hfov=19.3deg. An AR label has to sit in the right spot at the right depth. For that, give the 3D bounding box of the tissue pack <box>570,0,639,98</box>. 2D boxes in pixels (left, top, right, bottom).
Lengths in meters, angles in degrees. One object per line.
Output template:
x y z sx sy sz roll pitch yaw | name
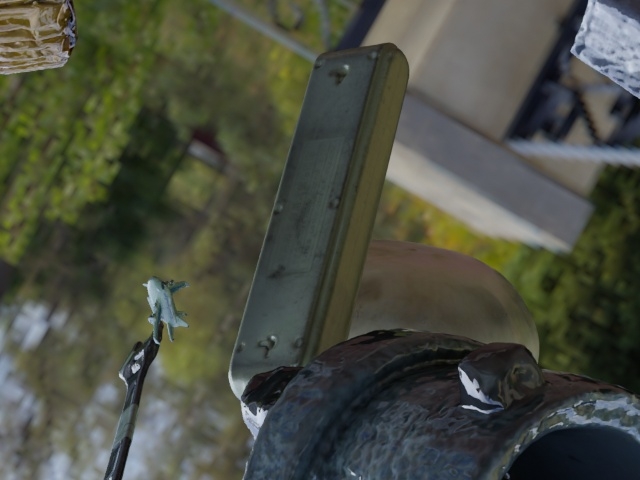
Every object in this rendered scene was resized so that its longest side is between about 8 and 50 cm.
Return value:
0.551 -0.215 2.326 0.394 0.288 0.124 39 137 26 | tissue pack

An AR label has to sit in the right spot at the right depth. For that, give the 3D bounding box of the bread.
-0.287 -0.247 1.683 0.104 0.199 0.199 -11 -174 -12 | bread

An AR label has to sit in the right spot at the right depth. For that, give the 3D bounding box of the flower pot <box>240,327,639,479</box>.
0.071 0.199 1.273 0.299 0.299 0.283 32 165 -33 | flower pot

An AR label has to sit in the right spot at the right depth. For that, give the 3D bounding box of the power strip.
0.000 0.000 1.629 0.092 0.387 0.066 -7 147 38 | power strip

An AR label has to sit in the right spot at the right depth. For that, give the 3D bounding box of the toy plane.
-0.162 0.065 1.935 0.033 0.080 0.083 5 140 29 | toy plane

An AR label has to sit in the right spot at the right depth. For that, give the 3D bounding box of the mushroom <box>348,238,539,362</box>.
0.070 0.142 2.280 0.353 0.353 0.325 27 171 41 | mushroom

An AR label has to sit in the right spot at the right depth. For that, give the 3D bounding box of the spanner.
-0.216 0.194 2.134 0.024 0.087 0.316 31 -153 -14 | spanner
